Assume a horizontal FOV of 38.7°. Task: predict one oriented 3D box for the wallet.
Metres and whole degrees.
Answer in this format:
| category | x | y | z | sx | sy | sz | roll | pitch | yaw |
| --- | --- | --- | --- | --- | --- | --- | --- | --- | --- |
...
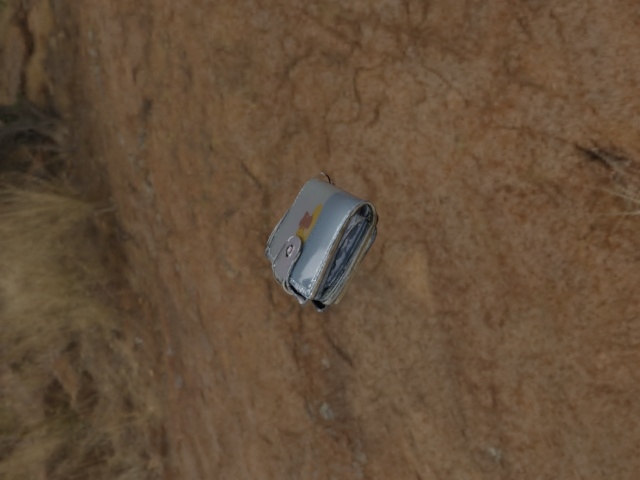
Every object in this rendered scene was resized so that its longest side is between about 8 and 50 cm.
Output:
| category | x | y | z | sx | sy | sz | roll | pitch | yaw |
| --- | --- | --- | --- | --- | --- | --- | --- | --- | --- |
| wallet | 0.000 | 0.000 | 1.278 | 0.170 | 0.069 | 0.231 | -59 | 22 | 4 |
